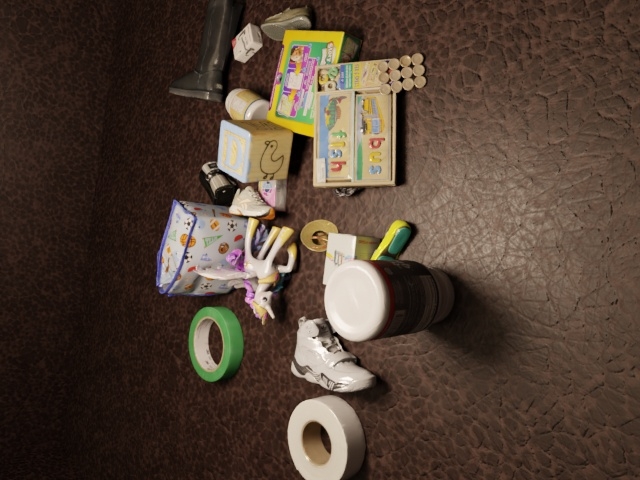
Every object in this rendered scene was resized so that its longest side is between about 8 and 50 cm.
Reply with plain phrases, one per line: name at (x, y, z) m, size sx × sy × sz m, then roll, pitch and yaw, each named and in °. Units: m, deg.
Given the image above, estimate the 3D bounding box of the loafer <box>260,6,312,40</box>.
loafer at (-0.125, -0.854, 1.983) m, size 0.251 × 0.094 × 0.088 m, roll 7°, pitch 68°, yaw 35°

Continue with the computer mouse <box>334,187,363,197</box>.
computer mouse at (0.110, -0.294, 1.722) m, size 0.188 × 0.072 × 0.273 m, roll -17°, pitch 85°, yaw 34°

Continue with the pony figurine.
pony figurine at (-0.259, 0.107, 1.946) m, size 0.350 × 0.302 × 0.364 m, roll 16°, pitch 84°, yaw 34°

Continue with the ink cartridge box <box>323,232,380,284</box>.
ink cartridge box at (0.103, 0.067, 1.662) m, size 0.127 × 0.128 × 0.176 m, roll 10°, pitch 93°, yaw 44°

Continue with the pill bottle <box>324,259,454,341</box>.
pill bottle at (0.202, 0.158, 1.394) m, size 0.210 × 0.362 × 0.211 m, roll -3°, pitch 86°, yaw 44°

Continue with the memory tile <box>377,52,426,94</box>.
memory tile at (0.253, -0.521, 1.585) m, size 0.147 × 0.012 × 0.113 m, roll -8°, pitch 84°, yaw 13°

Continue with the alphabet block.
alphabet block at (-0.242, -0.334, 1.864) m, size 0.193 × 0.197 × 0.193 m, roll 33°, pitch 124°, yaw 39°

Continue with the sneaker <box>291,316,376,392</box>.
sneaker at (0.035, 0.374, 1.701) m, size 0.365 × 0.137 × 0.211 m, roll 2°, pitch 91°, yaw 48°

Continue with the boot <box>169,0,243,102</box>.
boot at (-0.536, -0.878, 2.330) m, size 0.366 × 0.146 × 0.446 m, roll 19°, pitch 103°, yaw 36°

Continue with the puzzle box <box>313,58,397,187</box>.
puzzle box at (0.115, -0.374, 1.641) m, size 0.271 × 0.052 × 0.410 m, roll -1°, pitch 86°, yaw 13°

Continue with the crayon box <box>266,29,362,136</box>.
crayon box at (-0.034, -0.570, 1.852) m, size 0.313 × 0.106 × 0.363 m, roll 24°, pitch 105°, yaw 41°

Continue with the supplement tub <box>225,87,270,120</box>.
supplement tub at (-0.287, -0.532, 2.068) m, size 0.199 × 0.144 × 0.145 m, roll 40°, pitch 114°, yaw 39°

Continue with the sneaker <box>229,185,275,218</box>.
sneaker at (-0.267, -0.151, 1.973) m, size 0.262 × 0.099 × 0.121 m, roll 12°, pitch 92°, yaw 46°

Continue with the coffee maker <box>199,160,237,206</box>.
coffee maker at (-0.466, -0.236, 2.243) m, size 0.171 × 0.120 × 0.178 m, roll -54°, pitch 53°, yaw 28°

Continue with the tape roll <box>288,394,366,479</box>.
tape roll at (0.016, 0.682, 1.728) m, size 0.286 × 0.100 × 0.287 m, roll -3°, pitch 86°, yaw 44°

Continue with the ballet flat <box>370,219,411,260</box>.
ballet flat at (0.210, 0.034, 1.609) m, size 0.231 × 0.077 × 0.077 m, roll -60°, pitch 30°, yaw 20°

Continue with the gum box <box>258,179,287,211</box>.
gum box at (-0.191, -0.211, 2.011) m, size 0.107 × 0.062 × 0.189 m, roll 4°, pitch 91°, yaw 44°

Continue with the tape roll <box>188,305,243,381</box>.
tape roll at (-0.464, 0.453, 2.228) m, size 0.321 × 0.077 × 0.322 m, roll -4°, pitch 84°, yaw 45°

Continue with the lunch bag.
lunch bag at (-0.480, 0.049, 2.094) m, size 0.239 × 0.327 × 0.386 m, roll 35°, pitch 113°, yaw 45°

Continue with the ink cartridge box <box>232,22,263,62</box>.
ink cartridge box at (-0.316, -0.850, 2.178) m, size 0.135 × 0.056 × 0.099 m, roll -26°, pitch 69°, yaw 41°

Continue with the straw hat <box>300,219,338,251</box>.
straw hat at (0.000, 0.000, 1.809) m, size 0.144 × 0.144 × 0.061 m, roll 48°, pitch 161°, yaw 35°
